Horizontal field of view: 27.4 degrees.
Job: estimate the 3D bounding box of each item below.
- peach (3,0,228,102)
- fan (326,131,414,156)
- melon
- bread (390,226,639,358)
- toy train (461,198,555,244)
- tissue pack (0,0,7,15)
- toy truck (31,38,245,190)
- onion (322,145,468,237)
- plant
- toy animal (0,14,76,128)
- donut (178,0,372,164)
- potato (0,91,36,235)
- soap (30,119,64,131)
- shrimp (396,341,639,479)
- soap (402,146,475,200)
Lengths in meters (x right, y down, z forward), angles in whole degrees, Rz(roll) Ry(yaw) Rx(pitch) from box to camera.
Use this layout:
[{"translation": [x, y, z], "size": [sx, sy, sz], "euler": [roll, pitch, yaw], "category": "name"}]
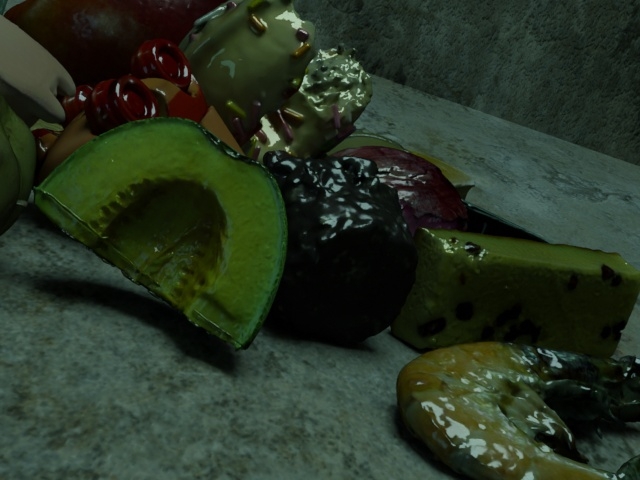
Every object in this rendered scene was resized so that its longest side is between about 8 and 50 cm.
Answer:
[{"translation": [-0.288, -0.321, 2.041], "size": [0.406, 0.310, 0.335], "euler": [15, 12, -14], "category": "peach"}, {"translation": [0.114, -0.061, 2.003], "size": [0.335, 0.011, 0.229], "euler": [40, 45, 16], "category": "fan"}, {"translation": [-0.132, -0.019, 1.330], "size": [0.265, 0.169, 0.129], "euler": [35, -6, 10], "category": "melon"}, {"translation": [0.244, 0.071, 1.608], "size": [0.361, 0.138, 0.077], "euler": [7, 21, -38], "category": "bread"}, {"translation": [0.312, 0.003, 2.108], "size": [0.252, 0.055, 0.048], "euler": [29, 9, 32], "category": "toy train"}, {"translation": [-0.603, -0.458, 1.836], "size": [0.388, 0.287, 0.162], "euler": [24, 10, 20], "category": "tissue pack"}, {"translation": [-0.206, -0.093, 1.575], "size": [0.239, 0.189, 0.265], "euler": [54, 32, -15], "category": "toy truck"}, {"translation": [0.114, -0.068, 1.899], "size": [0.283, 0.120, 0.227], "euler": [-4, 37, -37], "category": "onion"}, {"translation": [0.000, 0.000, 1.481], "size": [0.178, 0.204, 0.234], "euler": [15, 21, -27], "category": "plant"}, {"translation": [-0.435, -0.161, 1.450], "size": [0.213, 0.256, 0.195], "euler": [48, 17, -27], "category": "toy animal"}, {"translation": [-0.087, -0.185, 1.827], "size": [0.150, 0.307, 0.371], "euler": [51, 8, 20], "category": "donut"}, {"translation": [-0.435, -0.094, 1.229], "size": [0.351, 0.202, 0.218], "euler": [11, 19, -32], "category": "potato"}, {"translation": [-0.396, -0.144, 1.787], "size": [0.252, 0.037, 0.092], "euler": [22, 14, 10], "category": "soap"}, {"translation": [0.273, 0.187, 1.352], "size": [0.445, 0.085, 0.272], "euler": [1, 28, -43], "category": "shrimp"}, {"translation": [0.139, -0.094, 2.180], "size": [0.160, 0.080, 0.257], "euler": [26, 16, 23], "category": "soap"}]
